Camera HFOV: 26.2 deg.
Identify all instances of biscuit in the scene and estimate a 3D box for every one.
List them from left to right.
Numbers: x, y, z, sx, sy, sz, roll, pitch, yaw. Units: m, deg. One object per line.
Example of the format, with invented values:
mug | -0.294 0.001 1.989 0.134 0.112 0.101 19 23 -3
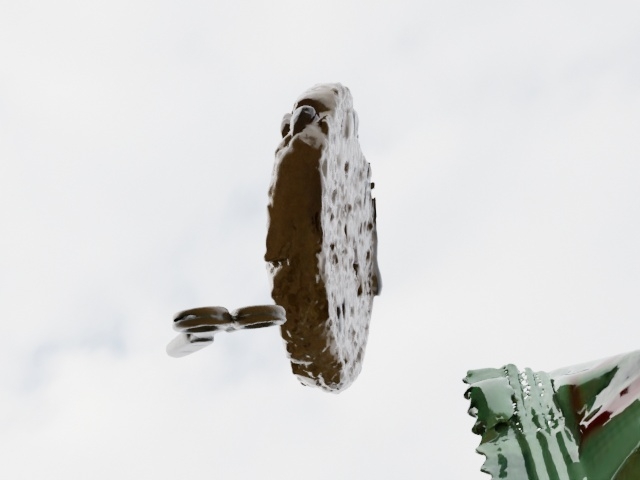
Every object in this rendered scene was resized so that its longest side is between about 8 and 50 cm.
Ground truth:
biscuit | -0.002 0.001 1.278 0.075 0.296 0.296 -2 -75 12

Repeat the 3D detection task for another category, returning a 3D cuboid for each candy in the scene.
candy | 0.320 0.140 1.119 0.397 0.263 0.172 -15 -74 8

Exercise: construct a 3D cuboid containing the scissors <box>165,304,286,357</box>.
scissors | -0.096 0.077 1.119 0.088 0.220 0.017 -4 -101 -19
